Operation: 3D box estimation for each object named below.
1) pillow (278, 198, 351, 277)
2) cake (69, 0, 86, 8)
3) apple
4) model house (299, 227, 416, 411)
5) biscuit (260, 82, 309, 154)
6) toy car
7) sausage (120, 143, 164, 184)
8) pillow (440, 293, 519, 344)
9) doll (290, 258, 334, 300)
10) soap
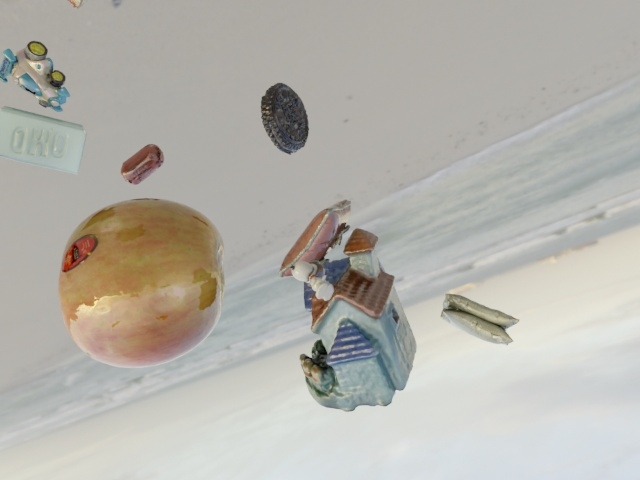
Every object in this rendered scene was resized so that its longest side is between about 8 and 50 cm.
[{"bbox_3d":[0.000,0.000,1.365,0.179,0.075,0.171,-55,171,17],"label":"pillow"},{"bbox_3d":[-0.477,-0.568,1.178,0.160,0.262,0.158,-53,-155,-11],"label":"cake"},{"bbox_3d":[-0.390,0.089,1.537,0.346,0.392,0.391,-6,173,2],"label":"apple"},{"bbox_3d":[0.054,0.152,1.473,0.251,0.330,0.295,-8,-160,18],"label":"model house"},{"bbox_3d":[-0.093,-0.329,1.804,0.053,0.195,0.194,-13,177,31],"label":"biscuit"},{"bbox_3d":[-0.682,-0.376,1.589,0.098,0.162,0.126,-35,180,-43],"label":"toy car"},{"bbox_3d":[-0.499,-0.215,1.885,0.141,0.076,0.076,-37,168,13],"label":"sausage"},{"bbox_3d":[0.369,0.191,1.600,0.181,0.078,0.134,23,170,9],"label":"pillow"},{"bbox_3d":[-0.006,0.056,0.983,0.058,0.085,0.040,11,107,-50],"label":"doll"},{"bbox_3d":[-0.672,-0.240,1.612,0.197,0.119,0.066,12,-168,-21],"label":"soap"}]
